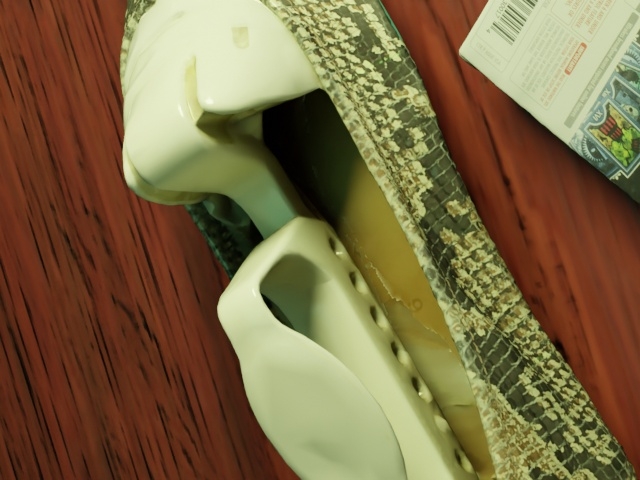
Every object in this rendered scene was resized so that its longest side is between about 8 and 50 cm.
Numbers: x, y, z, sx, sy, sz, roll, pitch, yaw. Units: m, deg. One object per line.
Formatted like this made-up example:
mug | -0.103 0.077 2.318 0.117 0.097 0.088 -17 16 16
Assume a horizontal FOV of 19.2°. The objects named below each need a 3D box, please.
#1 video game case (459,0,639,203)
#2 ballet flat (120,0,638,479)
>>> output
video game case | 0.200 -0.122 0.905 0.210 0.042 0.232 42 122 22
ballet flat | 0.000 0.000 0.996 0.164 0.182 0.482 -38 77 37
